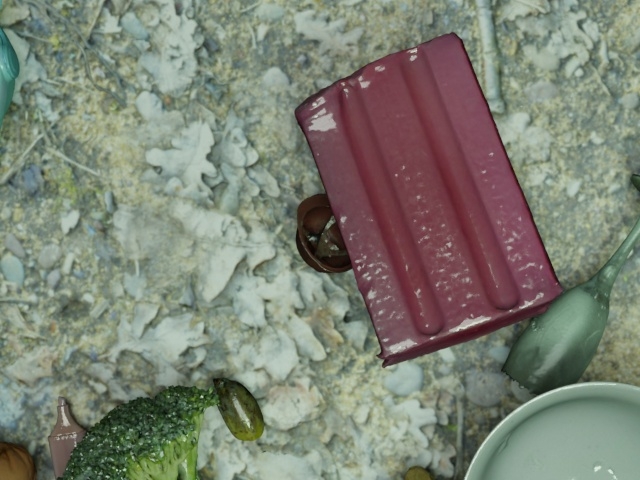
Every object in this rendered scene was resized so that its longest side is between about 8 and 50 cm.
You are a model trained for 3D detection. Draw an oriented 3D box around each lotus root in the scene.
[{"bbox_3d":[-0.109,0.222,1.394,0.049,0.054,0.099,-31,90,9],"label":"lotus root"}]

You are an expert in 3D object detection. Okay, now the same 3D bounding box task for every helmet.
[{"bbox_3d":[0.000,0.000,1.387,0.089,0.057,0.111,-16,77,-31],"label":"helmet"}]

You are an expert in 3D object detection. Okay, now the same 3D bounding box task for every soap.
[{"bbox_3d":[0.126,-0.050,1.308,0.233,0.128,0.359,-19,76,1],"label":"soap"}]

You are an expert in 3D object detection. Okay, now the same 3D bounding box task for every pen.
[{"bbox_3d":[-0.337,0.308,1.418,0.053,0.032,0.197,-8,92,4],"label":"pen"}]

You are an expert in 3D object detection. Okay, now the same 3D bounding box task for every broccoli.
[{"bbox_3d":[-0.193,0.381,1.337,0.252,0.221,0.361,-25,96,-29],"label":"broccoli"}]

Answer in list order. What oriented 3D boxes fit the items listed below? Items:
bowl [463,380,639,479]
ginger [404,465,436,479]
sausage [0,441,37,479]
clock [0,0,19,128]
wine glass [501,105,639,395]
[{"bbox_3d":[0.332,0.327,1.314,0.345,0.157,0.345,0,97,0],"label":"bowl"},{"bbox_3d":[0.163,0.440,1.371,0.131,0.086,0.294,-17,94,-19],"label":"ginger"},{"bbox_3d":[-0.471,0.410,1.381,0.121,0.121,0.304,18,89,3],"label":"sausage"},{"bbox_3d":[-0.511,-0.217,1.395,0.223,0.094,0.274,20,89,2],"label":"clock"},{"bbox_3d":[0.293,0.023,1.386,0.264,0.096,0.309,36,93,26],"label":"wine glass"}]
